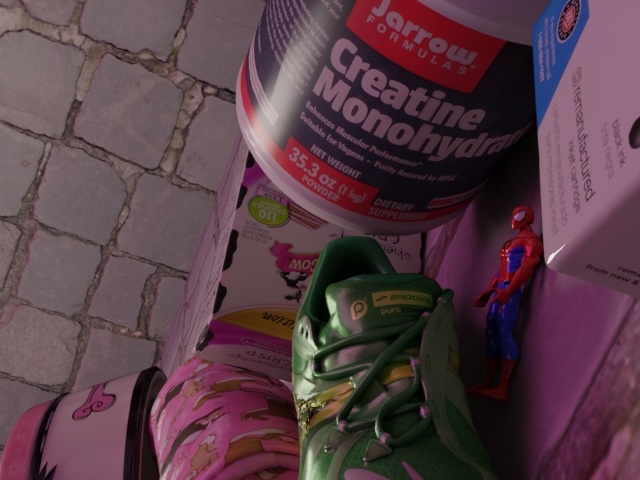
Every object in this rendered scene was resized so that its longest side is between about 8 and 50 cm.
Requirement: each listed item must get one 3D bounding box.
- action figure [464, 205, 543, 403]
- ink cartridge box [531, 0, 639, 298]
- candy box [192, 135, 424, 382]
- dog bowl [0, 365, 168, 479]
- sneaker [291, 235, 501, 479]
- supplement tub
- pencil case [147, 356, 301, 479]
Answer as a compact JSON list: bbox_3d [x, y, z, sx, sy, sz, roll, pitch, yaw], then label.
[{"bbox_3d":[0.107,0.035,0.534,0.038,0.030,0.115,143,145,-78],"label":"action figure"},{"bbox_3d":[0.163,-0.089,0.316,0.203,0.085,0.148,121,162,-49],"label":"ink cartridge box"},{"bbox_3d":[0.000,0.000,0.745,0.071,0.159,0.233,122,160,-53],"label":"candy box"},{"bbox_3d":[-0.235,0.345,0.983,0.408,0.150,0.408,176,90,-88],"label":"dog bowl"},{"bbox_3d":[0.031,0.085,0.507,0.295,0.109,0.124,-118,24,-64],"label":"sneaker"},{"bbox_3d":[0.070,-0.147,0.562,0.272,0.191,0.191,121,162,-49],"label":"supplement tub"},{"bbox_3d":[-0.059,0.199,0.734,0.167,0.160,0.386,-65,12,-1],"label":"pencil case"}]
